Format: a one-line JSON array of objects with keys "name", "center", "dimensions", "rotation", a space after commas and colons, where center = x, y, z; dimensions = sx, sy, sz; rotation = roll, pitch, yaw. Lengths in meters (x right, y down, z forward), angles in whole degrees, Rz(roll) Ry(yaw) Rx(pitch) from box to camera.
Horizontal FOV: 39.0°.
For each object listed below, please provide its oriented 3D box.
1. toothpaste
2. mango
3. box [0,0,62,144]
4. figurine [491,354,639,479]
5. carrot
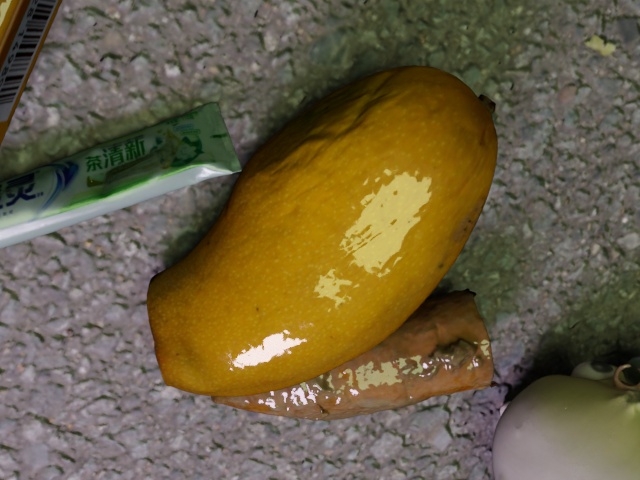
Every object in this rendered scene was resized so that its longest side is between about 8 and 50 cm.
[{"name": "toothpaste", "center": [-0.213, -0.038, 0.734], "dimensions": [0.297, 0.075, 0.048], "rotation": [-20, 152, -6]}, {"name": "mango", "center": [0.001, 0.004, 0.753], "dimensions": [0.187, 0.144, 0.359], "rotation": [43, 100, 8]}, {"name": "box", "center": [-0.356, -0.107, 0.613], "dimensions": [0.264, 0.116, 0.415], "rotation": [24, 101, -8]}, {"name": "figurine", "center": [0.359, 0.183, 0.917], "dimensions": [0.394, 0.226, 0.274], "rotation": [-35, 145, -13]}, {"name": "carrot", "center": [0.027, 0.117, 0.839], "dimensions": [0.263, 0.102, 0.102], "rotation": [-11, 111, -4]}]
